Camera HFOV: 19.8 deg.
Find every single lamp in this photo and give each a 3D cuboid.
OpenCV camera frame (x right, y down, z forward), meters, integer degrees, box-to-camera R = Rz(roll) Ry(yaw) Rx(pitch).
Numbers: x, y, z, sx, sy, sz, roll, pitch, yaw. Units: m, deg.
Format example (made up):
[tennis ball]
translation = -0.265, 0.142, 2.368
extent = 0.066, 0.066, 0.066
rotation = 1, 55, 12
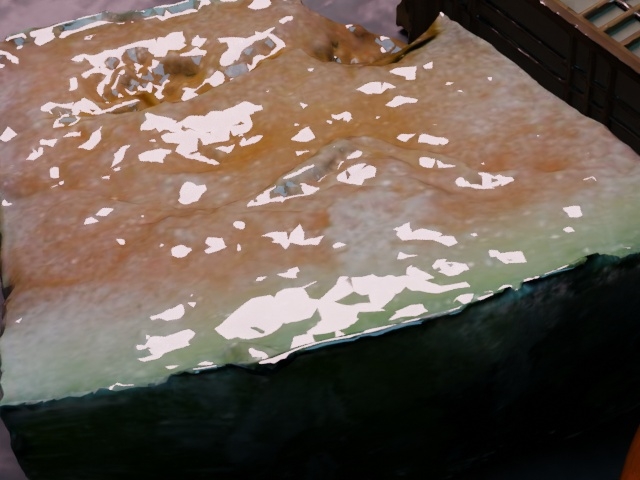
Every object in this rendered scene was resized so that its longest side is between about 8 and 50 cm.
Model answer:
[lamp]
translation = 0.169, -0.060, 0.822
extent = 0.090, 0.089, 0.325
rotation = -32, 54, -23

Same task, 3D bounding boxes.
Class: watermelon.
[watermelon]
translation = 0.004, 0.016, 0.738
extent = 0.264, 0.151, 0.302
rotation = -14, 32, -7

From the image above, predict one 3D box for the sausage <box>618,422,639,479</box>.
[sausage]
translation = 0.162, 0.048, 0.616
extent = 0.076, 0.103, 0.302
rotation = 13, 56, 35
